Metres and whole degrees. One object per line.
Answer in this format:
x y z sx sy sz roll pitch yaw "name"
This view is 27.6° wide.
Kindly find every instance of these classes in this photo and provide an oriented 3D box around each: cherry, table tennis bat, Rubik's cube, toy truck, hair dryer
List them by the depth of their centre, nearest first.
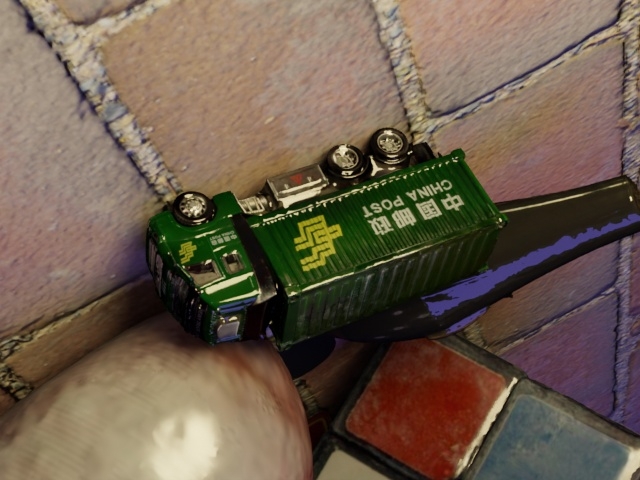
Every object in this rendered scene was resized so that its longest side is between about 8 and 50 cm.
0.000 0.000 1.016 0.259 0.121 0.088 -19 151 -19 "toy truck"
-0.163 0.226 1.096 0.326 0.291 0.335 -15 143 -40 "cherry"
0.174 0.022 1.245 0.304 0.120 0.359 -22 168 15 "hair dryer"
-0.040 0.113 1.292 0.095 0.014 0.158 -34 154 13 "table tennis bat"
0.171 0.305 1.394 0.316 0.313 0.318 -58 154 -9 "Rubik's cube"

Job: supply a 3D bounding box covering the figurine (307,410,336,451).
-0.008 0.252 1.514 0.098 0.082 0.154 -17 158 22 "figurine"
